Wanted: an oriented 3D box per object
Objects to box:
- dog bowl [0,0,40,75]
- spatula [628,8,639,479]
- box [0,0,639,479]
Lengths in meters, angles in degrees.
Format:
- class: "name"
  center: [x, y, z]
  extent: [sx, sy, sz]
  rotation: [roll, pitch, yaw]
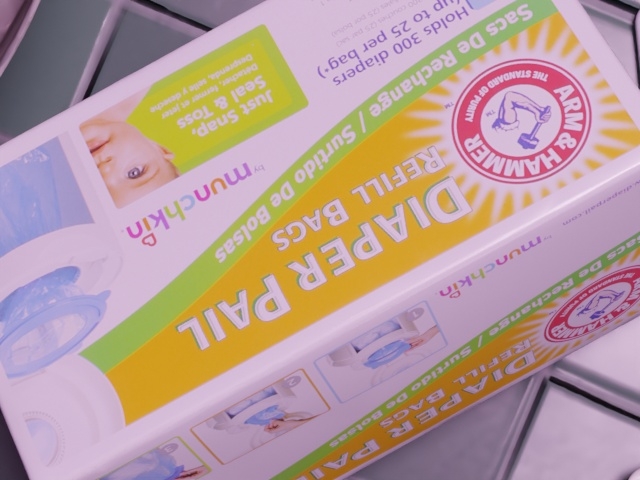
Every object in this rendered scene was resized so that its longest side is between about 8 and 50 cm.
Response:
- class: "dog bowl"
  center: [-0.227, -0.158, 0.518]
  extent: [0.348, 0.102, 0.349]
  rotation: [1, 103, 6]
- class: "spatula"
  center: [0.181, 0.029, 0.568]
  extent: [0.168, 0.019, 0.242]
  rotation: [-5, 84, 4]
- class: "box"
  center: [0.000, 0.000, 0.525]
  extent: [0.203, 0.103, 0.114]
  rotation: [-29, 62, 1]
